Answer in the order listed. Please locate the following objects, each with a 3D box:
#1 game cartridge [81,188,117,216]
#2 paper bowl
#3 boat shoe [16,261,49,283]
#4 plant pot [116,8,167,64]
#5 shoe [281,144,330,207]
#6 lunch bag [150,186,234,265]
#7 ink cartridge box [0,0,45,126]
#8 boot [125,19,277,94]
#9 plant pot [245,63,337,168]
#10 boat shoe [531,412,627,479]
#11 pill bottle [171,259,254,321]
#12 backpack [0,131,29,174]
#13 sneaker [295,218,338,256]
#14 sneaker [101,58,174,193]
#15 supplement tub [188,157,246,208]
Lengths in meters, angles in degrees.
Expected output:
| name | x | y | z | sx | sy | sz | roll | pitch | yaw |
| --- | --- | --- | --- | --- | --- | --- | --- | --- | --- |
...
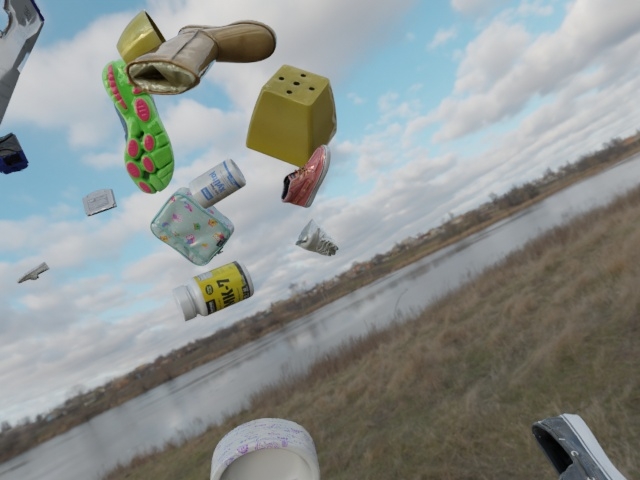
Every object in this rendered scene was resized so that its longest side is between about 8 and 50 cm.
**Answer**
| name | x | y | z | sx | sy | sz | roll | pitch | yaw |
| --- | --- | --- | --- | --- | --- | --- | --- | --- | --- |
| game cartridge | -0.563 | -0.099 | 1.099 | 0.083 | 0.056 | 0.017 | -17 | -2 | 6 |
| paper bowl | -0.150 | 0.604 | 1.170 | 0.284 | 0.284 | 0.148 | -27 | 23 | 1 |
| boat shoe | -0.928 | 0.112 | 1.397 | 0.035 | 0.035 | 0.100 | -25 | 16 | 49 |
| plant pot | -0.394 | -0.426 | 0.966 | 0.095 | 0.134 | 0.134 | -30 | -8 | 0 |
| shoe | -0.040 | -0.166 | 1.106 | 0.081 | 0.063 | 0.178 | 7 | -58 | -30 |
| lunch bag | -0.485 | -0.042 | 1.642 | 0.224 | 0.279 | 0.108 | -47 | 14 | 13 |
| ink cartridge box | -0.319 | -0.082 | 0.330 | 0.072 | 0.307 | 0.304 | 18 | 2 | -27 |
| boot | -0.223 | -0.368 | 0.875 | 0.236 | 0.089 | 0.269 | -1 | 37 | 6 |
| plant pot | -0.072 | -0.361 | 1.216 | 0.187 | 0.212 | 0.212 | 101 | -166 | -53 |
| boat shoe | 0.328 | 0.304 | 0.536 | 0.076 | 0.080 | 0.228 | -8 | 20 | 8 |
| pill bottle | -0.309 | 0.146 | 1.245 | 0.209 | 0.119 | 0.119 | -23 | -9 | -25 |
| backpack | -0.972 | -0.253 | 1.320 | 0.120 | 0.098 | 0.101 | -26 | -33 | -27 |
| sneaker | 0.000 | 0.000 | 1.581 | 0.111 | 0.129 | 0.297 | -56 | -12 | 9 |
| sneaker | -0.655 | -0.416 | 1.614 | 0.185 | 0.482 | 0.202 | -10 | 13 | -7 |
| supplement tub | -0.223 | -0.124 | 0.941 | 0.107 | 0.071 | 0.071 | -32 | -9 | 4 |
